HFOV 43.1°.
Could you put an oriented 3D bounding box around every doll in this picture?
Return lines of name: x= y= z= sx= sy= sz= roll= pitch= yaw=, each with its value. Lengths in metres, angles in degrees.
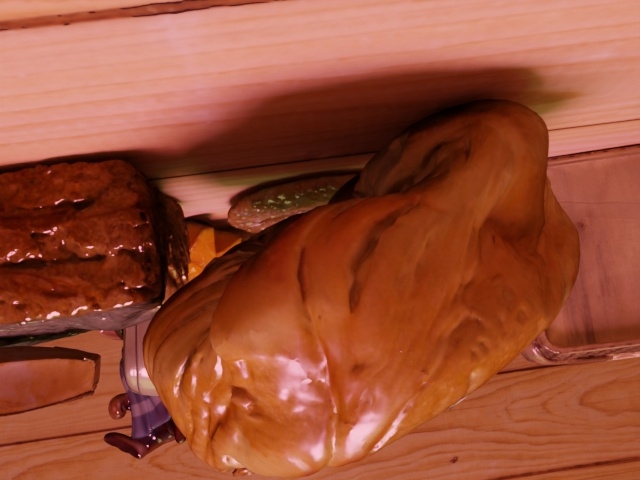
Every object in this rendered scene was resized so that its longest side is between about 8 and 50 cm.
doll: x=-0.319 y=0.253 z=1.663 sx=0.317 sy=0.340 sz=0.209 roll=-15 pitch=177 yaw=-10

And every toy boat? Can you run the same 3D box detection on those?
toy boat: x=-0.307 y=0.132 z=0.781 sx=0.072 sy=0.065 sz=0.206 roll=9 pitch=-176 yaw=44

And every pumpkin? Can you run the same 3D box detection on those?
pumpkin: x=-0.168 y=0.035 z=1.028 sx=0.149 sy=0.130 sz=0.254 roll=23 pitch=153 yaw=38

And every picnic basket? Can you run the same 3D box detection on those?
picnic basket: x=0.365 y=0.017 z=0.935 sx=0.312 sy=0.228 sz=0.175 roll=-7 pitch=166 yaw=5

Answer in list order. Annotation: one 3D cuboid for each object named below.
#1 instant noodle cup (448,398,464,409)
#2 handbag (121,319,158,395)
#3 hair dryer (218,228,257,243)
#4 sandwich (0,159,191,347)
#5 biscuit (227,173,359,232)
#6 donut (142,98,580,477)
instant noodle cup: x=0.098 y=0.109 z=1.266 sx=0.221 sy=0.312 sz=0.311 roll=11 pitch=163 yaw=-37
handbag: x=-0.117 y=0.109 z=1.139 sx=0.315 sy=0.241 sz=0.109 roll=-1 pitch=161 yaw=-8
hair dryer: x=0.000 y=0.000 z=1.073 sx=0.278 sy=0.090 sz=0.135 roll=-2 pitch=176 yaw=6
sandwich: x=-0.259 y=0.028 z=0.752 sx=0.262 sy=0.131 sz=0.325 roll=-9 pitch=174 yaw=-3
biscuit: x=-0.001 y=-0.039 z=0.904 sx=0.219 sy=0.033 sz=0.220 roll=-8 pitch=171 yaw=-1
donut: x=0.031 y=0.032 z=0.638 sx=0.360 sy=0.170 sz=0.360 roll=-31 pitch=-172 yaw=5
